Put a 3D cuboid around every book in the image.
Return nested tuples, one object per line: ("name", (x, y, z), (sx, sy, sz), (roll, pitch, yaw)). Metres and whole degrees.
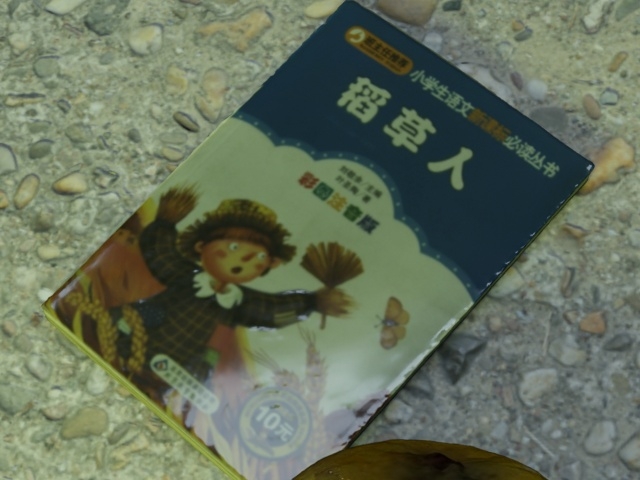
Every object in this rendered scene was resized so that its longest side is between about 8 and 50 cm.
("book", (0.000, 0.000, 1.286), (0.300, 0.039, 0.428), (37, 72, 20))

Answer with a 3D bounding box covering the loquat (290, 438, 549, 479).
("loquat", (0.071, 0.261, 1.029), (0.263, 0.263, 0.263), (-2, 63, 4))
